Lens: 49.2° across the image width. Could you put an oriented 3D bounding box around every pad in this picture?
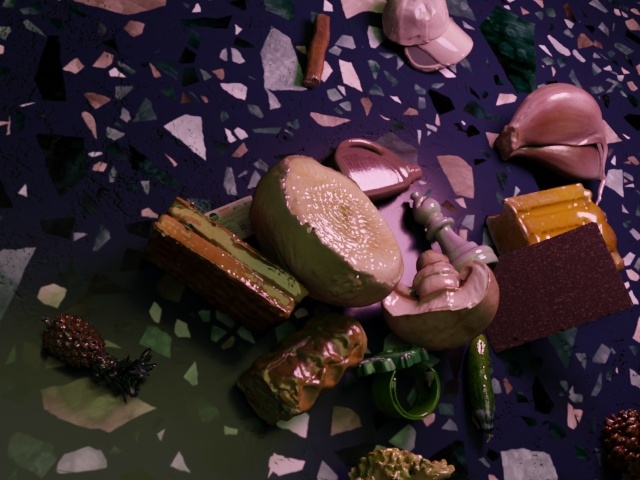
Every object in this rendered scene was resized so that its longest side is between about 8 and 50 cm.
[{"bbox_3d":[0.527,0.110,1.641,0.004,0.330,0.220,30,41,-65],"label":"pad"}]

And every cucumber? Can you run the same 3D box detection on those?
[{"bbox_3d":[0.359,0.326,1.567,0.056,0.056,0.250,11,58,-18],"label":"cucumber"}]

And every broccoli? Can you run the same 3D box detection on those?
[{"bbox_3d":[0.152,0.531,1.235,0.293,0.281,0.348,48,57,6],"label":"broccoli"}]

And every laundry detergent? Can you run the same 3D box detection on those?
[{"bbox_3d":[0.130,-0.180,1.713,0.237,0.076,0.171,-17,73,-30],"label":"laundry detergent"}]

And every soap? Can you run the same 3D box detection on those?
[{"bbox_3d":[0.603,0.001,1.787,0.281,0.143,0.259,-9,67,-28],"label":"soap"}]

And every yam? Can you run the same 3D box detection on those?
[{"bbox_3d":[-0.009,-0.499,1.833,0.057,0.057,0.241,17,61,-15],"label":"yam"}]

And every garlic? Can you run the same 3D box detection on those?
[{"bbox_3d":[0.687,-0.291,1.924,0.340,0.231,0.245,31,54,0],"label":"garlic"}]

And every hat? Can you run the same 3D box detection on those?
[{"bbox_3d":[0.309,-0.608,1.967,0.275,0.161,0.232,32,60,-9],"label":"hat"}]

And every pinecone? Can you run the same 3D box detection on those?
[{"bbox_3d":[0.722,0.465,1.602,0.174,0.173,0.173,10,61,-19],"label":"pinecone"}]

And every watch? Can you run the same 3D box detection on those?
[{"bbox_3d":[0.160,0.305,1.467,0.165,0.131,0.152,-16,90,-34],"label":"watch"}]

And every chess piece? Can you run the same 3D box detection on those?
[{"bbox_3d":[0.297,-0.015,1.685,0.139,0.139,0.271,-19,63,-30],"label":"chess piece"}]

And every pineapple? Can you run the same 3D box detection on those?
[{"bbox_3d":[-0.411,0.201,1.277,0.221,0.083,0.103,35,57,-7],"label":"pineapple"}]

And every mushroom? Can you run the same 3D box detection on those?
[{"bbox_3d":[0.264,0.143,1.541,0.254,0.189,0.195,-13,39,6],"label":"mushroom"}]

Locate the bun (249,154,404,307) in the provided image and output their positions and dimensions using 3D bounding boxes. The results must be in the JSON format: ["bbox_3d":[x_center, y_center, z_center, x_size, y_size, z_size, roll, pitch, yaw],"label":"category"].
[{"bbox_3d":[-0.004,0.003,1.463,0.364,0.202,0.364,35,27,-21],"label":"bun"}]

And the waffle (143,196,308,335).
[{"bbox_3d":[-0.190,0.061,1.368,0.308,0.213,0.091,36,65,-5],"label":"waffle"}]

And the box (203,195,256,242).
[{"bbox_3d":[-0.186,-0.034,1.519,0.125,0.043,0.089,-24,76,-31],"label":"box"}]

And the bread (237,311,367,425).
[{"bbox_3d":[-0.022,0.241,1.393,0.152,0.129,0.268,30,49,32],"label":"bread"}]
